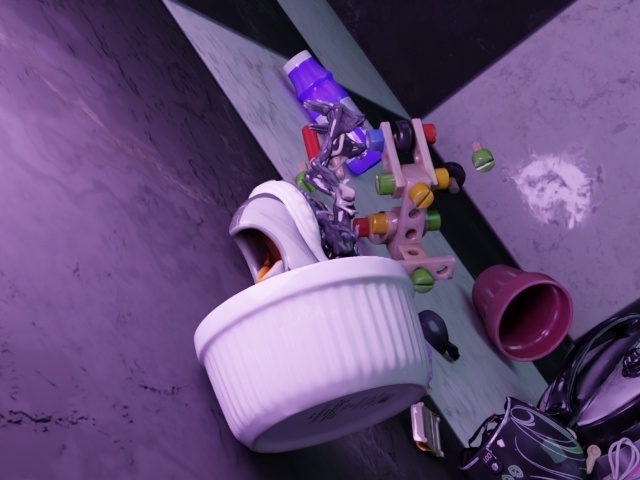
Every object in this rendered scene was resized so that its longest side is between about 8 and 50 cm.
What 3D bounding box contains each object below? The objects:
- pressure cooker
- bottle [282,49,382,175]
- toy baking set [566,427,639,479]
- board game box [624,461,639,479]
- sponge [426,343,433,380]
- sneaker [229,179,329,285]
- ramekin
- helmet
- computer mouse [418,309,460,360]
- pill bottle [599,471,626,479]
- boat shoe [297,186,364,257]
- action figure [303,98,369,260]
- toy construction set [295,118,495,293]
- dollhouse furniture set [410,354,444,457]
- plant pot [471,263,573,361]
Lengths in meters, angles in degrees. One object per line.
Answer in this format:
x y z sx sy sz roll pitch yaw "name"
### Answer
0.641 0.362 1.776 0.420 0.375 0.370 52 18 -6 "pressure cooker"
0.029 -0.271 1.901 0.283 0.092 0.118 53 15 -1 "bottle"
0.484 0.421 1.528 0.256 0.030 0.197 13 57 -10 "toy baking set"
0.552 0.512 1.447 0.316 0.064 0.242 -29 81 -39 "board game box"
0.099 0.119 1.368 0.210 0.031 0.117 51 14 -6 "sponge"
-0.018 0.063 1.073 0.272 0.100 0.108 54 39 -7 "sneaker"
0.000 0.109 0.799 0.207 0.207 0.109 26 40 -59 "ramekin"
0.291 0.318 1.255 0.161 0.169 0.169 37 15 3 "helmet"
0.209 0.163 1.527 0.071 0.041 0.242 50 5 24 "computer mouse"
0.499 0.469 1.600 0.067 0.120 0.067 48 16 -19 "pill bottle"
0.000 0.000 1.297 0.083 0.065 0.183 34 18 -44 "boat shoe"
-0.010 -0.036 1.196 0.164 0.140 0.276 98 0 -75 "action figure"
0.110 -0.050 1.445 0.308 0.257 0.237 19 35 -26 "toy construction set"
0.123 0.224 1.229 0.076 0.058 0.152 45 35 -51 "dollhouse furniture set"
0.443 0.147 2.044 0.201 0.201 0.180 44 2 -30 "plant pot"
